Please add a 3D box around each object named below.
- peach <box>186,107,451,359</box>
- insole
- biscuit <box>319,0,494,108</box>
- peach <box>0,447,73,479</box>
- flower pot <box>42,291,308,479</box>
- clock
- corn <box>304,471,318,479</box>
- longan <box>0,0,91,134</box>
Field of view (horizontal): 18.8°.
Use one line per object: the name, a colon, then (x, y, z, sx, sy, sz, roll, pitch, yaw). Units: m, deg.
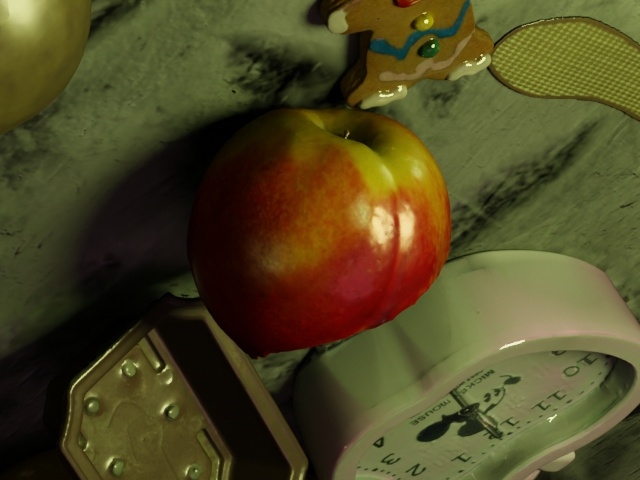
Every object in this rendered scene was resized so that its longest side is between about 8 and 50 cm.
peach: (0.000, 0.000, 1.404, 0.190, 0.190, 0.192, -7, 125, -27)
insole: (0.226, -0.133, 1.539, 0.253, 0.005, 0.086, 11, 133, -44)
biscuit: (0.067, -0.169, 1.357, 0.138, 0.031, 0.205, -19, 146, -11)
peach: (-0.208, 0.279, 1.702, 0.251, 0.153, 0.251, -9, 131, -11)
flower pot: (-0.127, 0.165, 1.556, 0.179, 0.084, 0.251, -44, 123, -26)
clock: (0.140, 0.144, 1.786, 0.338, 0.102, 0.338, -19, 148, -12)
corn: (-0.006, 0.274, 1.875, 0.093, 0.093, 0.244, -37, 146, 17)
longan: (-0.223, -0.143, 1.074, 0.184, 0.159, 0.204, -14, 134, -1)
